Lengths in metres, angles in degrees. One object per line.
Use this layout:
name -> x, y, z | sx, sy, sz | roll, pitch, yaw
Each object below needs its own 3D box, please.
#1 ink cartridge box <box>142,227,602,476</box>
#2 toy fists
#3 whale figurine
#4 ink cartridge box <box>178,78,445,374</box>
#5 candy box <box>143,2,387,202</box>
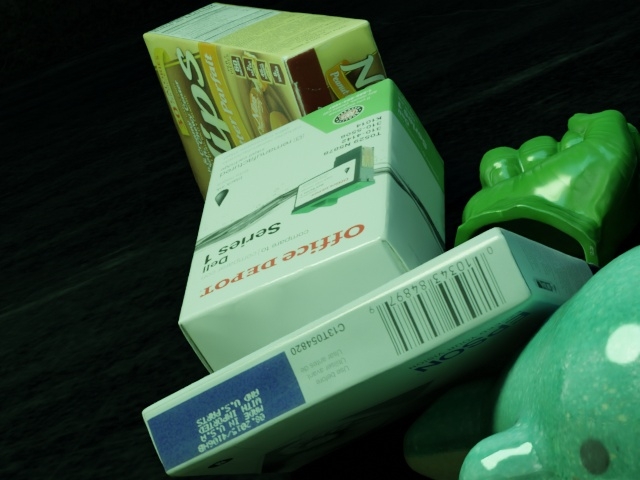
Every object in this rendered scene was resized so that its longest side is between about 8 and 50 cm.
ink cartridge box -> 0.047, 0.070, 0.849 | 0.223, 0.045, 0.224 | -28, -16, 19
toy fists -> 0.225, -0.039, 1.025 | 0.279, 0.096, 0.142 | -11, 21, 33
whale figurine -> 0.148, 0.069, 0.734 | 0.216, 0.141, 0.272 | -16, 4, -31
ink cartridge box -> 0.000, 0.000, 1.059 | 0.160, 0.092, 0.219 | -23, 29, 17
candy box -> -0.037, -0.102, 1.311 | 0.088, 0.182, 0.316 | -26, 21, -21
